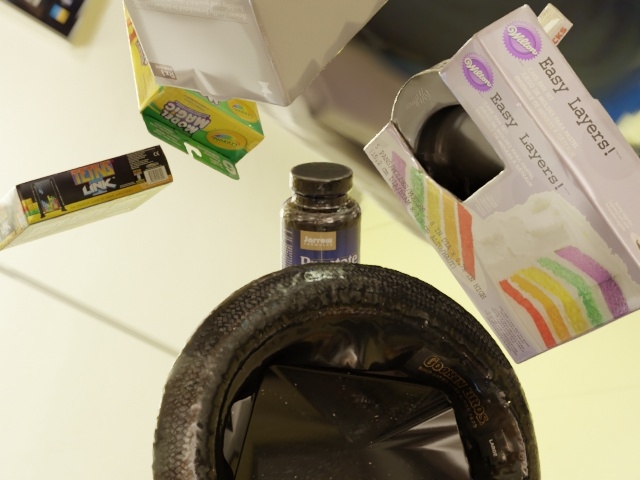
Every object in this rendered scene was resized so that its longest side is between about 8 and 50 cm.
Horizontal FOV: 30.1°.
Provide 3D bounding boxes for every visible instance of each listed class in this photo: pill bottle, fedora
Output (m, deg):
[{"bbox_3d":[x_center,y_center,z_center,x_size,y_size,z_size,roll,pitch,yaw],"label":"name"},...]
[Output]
[{"bbox_3d":[0.000,0.000,1.771,0.123,0.123,0.219,-134,41,-62],"label":"pill bottle"},{"bbox_3d":[0.005,0.176,0.926,0.152,0.334,0.334,-22,45,58],"label":"fedora"}]

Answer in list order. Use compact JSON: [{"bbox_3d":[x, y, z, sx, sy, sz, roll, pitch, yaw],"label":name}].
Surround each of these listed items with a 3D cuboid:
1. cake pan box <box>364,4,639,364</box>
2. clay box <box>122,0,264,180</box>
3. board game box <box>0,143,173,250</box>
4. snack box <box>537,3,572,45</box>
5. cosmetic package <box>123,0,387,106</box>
[{"bbox_3d":[0.170,-0.040,1.024,0.070,0.266,0.246,-33,-3,-28],"label":"cake pan box"},{"bbox_3d":[-0.129,-0.170,1.213,0.053,0.127,0.222,-40,44,25],"label":"clay box"},{"bbox_3d":[-0.265,-0.046,1.302,0.141,0.170,0.048,-22,88,59],"label":"board game box"},{"bbox_3d":[0.297,-0.262,1.752,0.178,0.022,0.064,-53,28,20],"label":"snack box"},{"bbox_3d":[-0.019,-0.206,0.850,0.127,0.107,0.238,12,45,33],"label":"cosmetic package"}]
